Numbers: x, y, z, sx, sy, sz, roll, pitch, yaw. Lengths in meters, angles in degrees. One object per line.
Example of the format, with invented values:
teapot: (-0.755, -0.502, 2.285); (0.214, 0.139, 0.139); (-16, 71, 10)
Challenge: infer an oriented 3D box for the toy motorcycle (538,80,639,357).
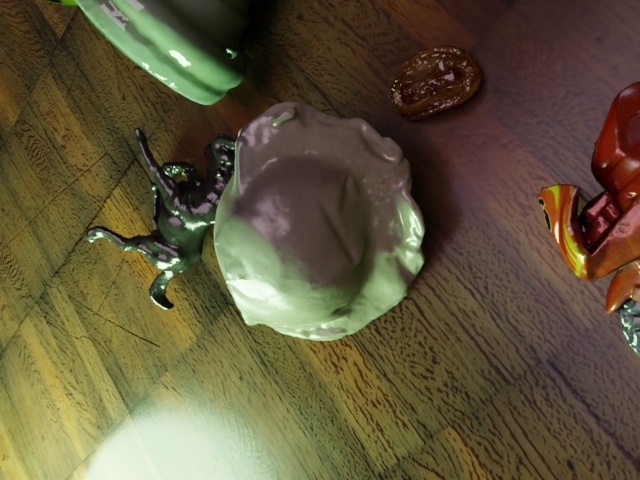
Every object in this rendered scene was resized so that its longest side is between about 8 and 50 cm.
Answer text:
toy motorcycle: (0.255, -0.059, 0.359); (0.171, 0.089, 0.298); (25, 104, 29)

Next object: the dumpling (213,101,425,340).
dumpling: (0.000, 0.000, 0.494); (0.193, 0.147, 0.258); (9, 124, -2)

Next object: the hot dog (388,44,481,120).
hot dog: (0.101, -0.141, 0.483); (0.083, 0.035, 0.058); (-17, 86, 31)

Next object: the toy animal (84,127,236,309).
toy animal: (-0.174, -0.032, 0.629); (0.148, 0.084, 0.232); (38, 107, 24)

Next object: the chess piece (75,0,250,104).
chess piece: (-0.081, -0.302, 0.515); (0.299, 0.195, 0.194); (-44, 70, 16)

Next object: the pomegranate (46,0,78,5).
pomegranate: (-0.255, -0.391, 0.607); (0.242, 0.306, 0.242); (176, 90, -76)
